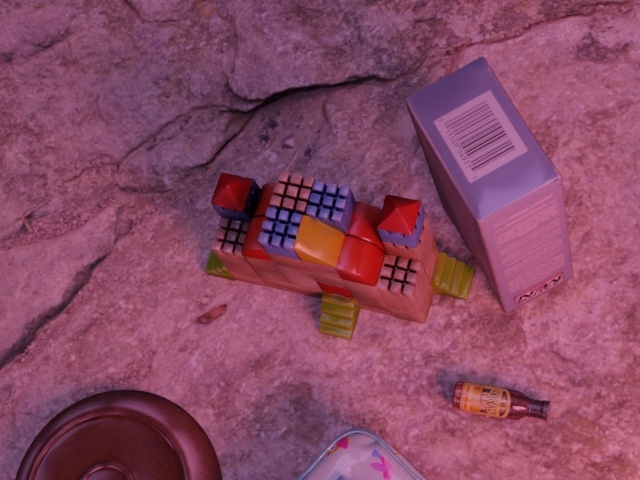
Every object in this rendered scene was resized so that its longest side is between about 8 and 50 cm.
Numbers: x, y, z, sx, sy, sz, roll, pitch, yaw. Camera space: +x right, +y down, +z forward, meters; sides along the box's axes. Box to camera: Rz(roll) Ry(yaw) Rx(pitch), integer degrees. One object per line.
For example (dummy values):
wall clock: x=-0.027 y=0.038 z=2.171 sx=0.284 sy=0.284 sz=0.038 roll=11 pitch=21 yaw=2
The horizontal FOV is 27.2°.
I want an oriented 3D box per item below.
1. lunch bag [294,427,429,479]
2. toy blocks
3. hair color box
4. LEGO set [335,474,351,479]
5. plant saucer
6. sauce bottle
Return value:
lunch bag: x=0.073 y=0.400 z=1.698 sx=0.224 sy=0.108 sz=0.279 roll=-44 pitch=68 yaw=-6
toy blocks: x=0.000 y=0.000 z=1.775 sx=0.381 sy=0.261 sz=0.191 roll=12 pitch=74 yaw=16
hair color box: x=0.223 y=-0.058 z=1.686 sx=0.113 sy=0.374 sz=0.185 roll=-29 pitch=67 yaw=1
LEGO set: x=-0.006 y=0.403 z=1.582 sx=0.244 sy=0.060 sz=0.182 roll=-46 pitch=45 yaw=-13
plant saucer: x=-0.289 y=0.353 z=1.826 sx=0.310 sy=0.050 sz=0.311 roll=-4 pitch=69 yaw=10
sauce bottle: x=0.241 y=0.215 z=1.764 sx=0.128 sy=0.042 sz=0.042 roll=6 pitch=72 yaw=15
